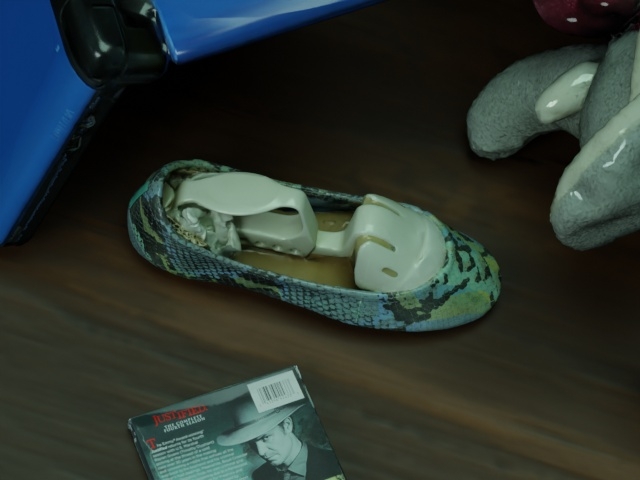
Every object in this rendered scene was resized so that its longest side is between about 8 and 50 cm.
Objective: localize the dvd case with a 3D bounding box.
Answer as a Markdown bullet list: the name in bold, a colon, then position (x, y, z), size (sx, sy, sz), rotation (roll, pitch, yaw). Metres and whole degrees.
- **dvd case**: position (-0.028, 0.123, 0.912), size (0.087, 0.013, 0.119), rotation (-18, 67, -18)

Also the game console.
- **game console**: position (-0.086, -0.178, 0.960), size (0.173, 0.250, 0.293), rotation (-2, 60, -31)

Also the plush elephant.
- **plush elephant**: position (0.167, -0.118, 0.959), size (0.330, 0.272, 0.255), rotation (19, 95, 44)

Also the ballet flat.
- **ballet flat**: position (0.000, 0.000, 0.955), size (0.188, 0.070, 0.070), rotation (8, 61, -5)
